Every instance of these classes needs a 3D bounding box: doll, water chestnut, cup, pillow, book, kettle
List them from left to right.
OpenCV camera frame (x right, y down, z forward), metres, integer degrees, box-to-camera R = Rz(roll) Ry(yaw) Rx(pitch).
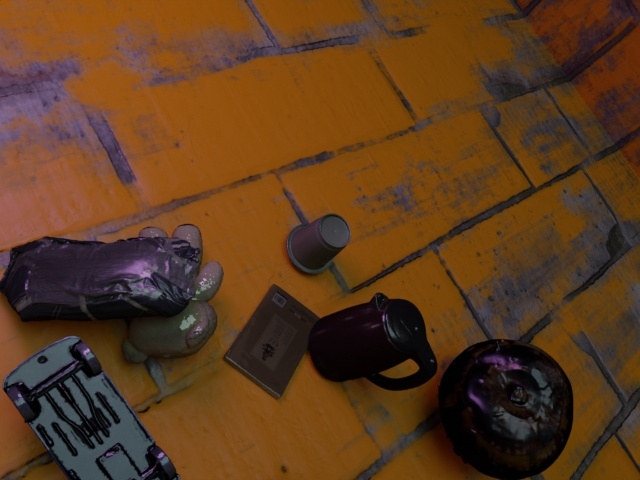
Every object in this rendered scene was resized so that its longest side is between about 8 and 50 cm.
[{"bbox_3d":[-0.368,0.060,0.869,0.334,0.093,0.162,-3,47,1],"label":"pillow"},{"bbox_3d":[-0.268,0.093,0.980,0.149,0.175,0.278,45,29,-53],"label":"doll"},{"bbox_3d":[-0.090,0.200,1.076,0.138,0.016,0.199,39,52,-8],"label":"book"},{"bbox_3d":[0.000,0.000,1.155,0.120,0.141,0.120,14,59,-26],"label":"cup"},{"bbox_3d":[0.108,0.212,1.042,0.144,0.232,0.202,-29,89,-40],"label":"kettle"},{"bbox_3d":[0.391,0.366,1.144,0.299,0.300,0.300,13,60,-24],"label":"water chestnut"}]

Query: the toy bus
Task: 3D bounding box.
[{"bbox_3d":[-0.346,0.296,0.806,0.125,0.133,0.292,-36,89,-32],"label":"toy bus"}]
